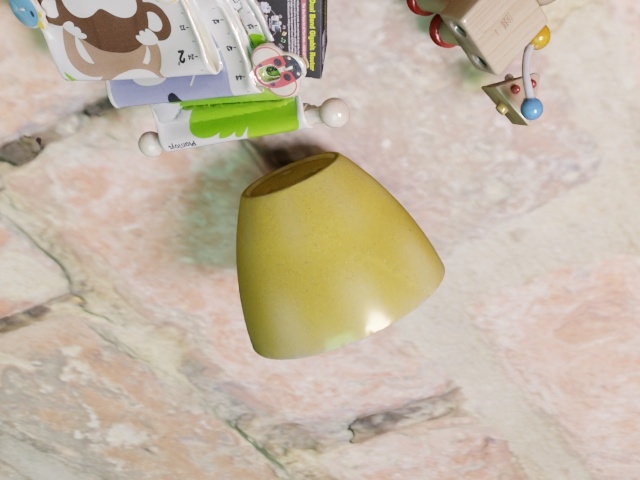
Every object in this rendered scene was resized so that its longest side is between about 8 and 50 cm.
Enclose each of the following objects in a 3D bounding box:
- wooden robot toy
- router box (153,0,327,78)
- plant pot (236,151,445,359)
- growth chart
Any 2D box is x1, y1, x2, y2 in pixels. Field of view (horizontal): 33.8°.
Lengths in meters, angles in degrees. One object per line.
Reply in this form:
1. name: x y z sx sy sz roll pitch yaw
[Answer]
1. wooden robot toy: 0.092 -0.139 0.553 0.079 0.076 0.173 -43 127 -1
2. router box: -0.042 -0.146 0.561 0.092 0.038 0.122 4 139 3
3. plant pot: 0.000 0.000 0.667 0.134 0.134 0.095 -16 107 22
4. growth chart: -0.109 -0.135 0.544 0.172 0.021 0.237 -11 128 39
